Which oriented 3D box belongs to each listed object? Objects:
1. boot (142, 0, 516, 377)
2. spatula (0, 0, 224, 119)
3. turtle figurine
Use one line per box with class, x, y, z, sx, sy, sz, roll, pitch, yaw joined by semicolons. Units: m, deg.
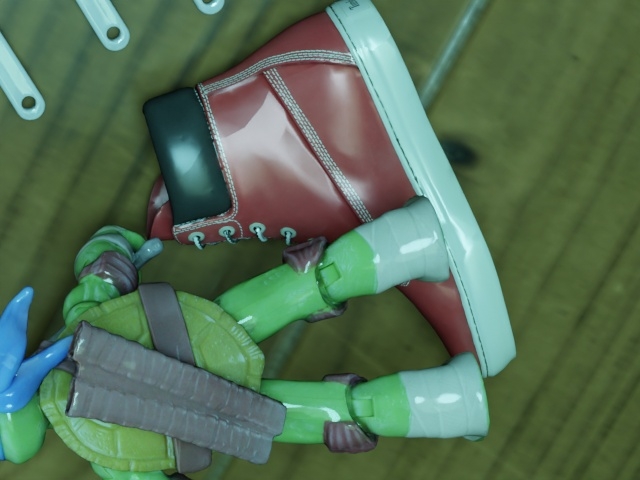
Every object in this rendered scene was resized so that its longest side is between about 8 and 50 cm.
boot;0.000;0.000;1.164;0.176;0.088;0.244;-28;107;-1
spatula;-0.169;-0.195;1.090;0.168;0.019;0.242;-33;114;-6
turtle figurine;-0.055;0.081;1.091;0.266;0.197;0.274;-13;136;-4
